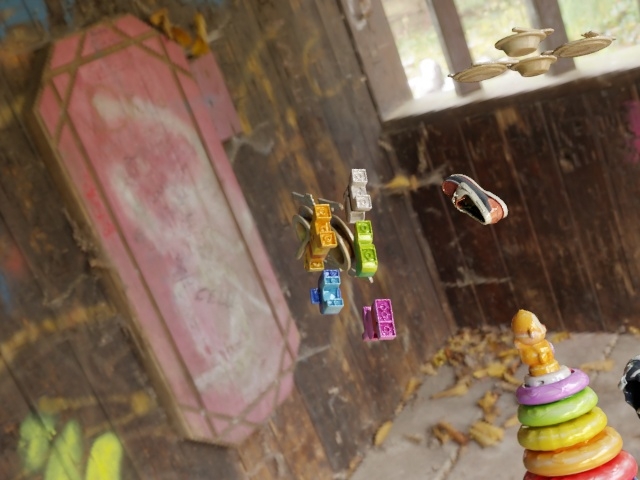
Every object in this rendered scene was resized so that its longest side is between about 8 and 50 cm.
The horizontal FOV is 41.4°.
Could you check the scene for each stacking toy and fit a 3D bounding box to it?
[{"bbox_3d":[0.338,0.242,1.214,0.165,0.302,0.175,-18,-2,8],"label":"stacking toy"}]

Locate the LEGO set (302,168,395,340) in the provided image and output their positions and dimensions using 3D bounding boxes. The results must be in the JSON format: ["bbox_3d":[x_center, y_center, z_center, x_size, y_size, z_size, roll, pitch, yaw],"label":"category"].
[{"bbox_3d":[0.022,0.031,1.065,0.087,0.227,0.093,0,-27,-15],"label":"LEGO set"}]

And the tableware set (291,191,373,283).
[{"bbox_3d":[0.000,0.000,1.226,0.039,0.128,0.194,-28,17,-16],"label":"tableware set"}]

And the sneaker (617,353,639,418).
[{"bbox_3d":[0.658,0.310,1.574,0.235,0.094,0.153,41,37,25],"label":"sneaker"}]

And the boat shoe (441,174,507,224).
[{"bbox_3d":[0.232,-0.064,1.332,0.043,0.049,0.137,-26,39,-21],"label":"boat shoe"}]

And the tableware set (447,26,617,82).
[{"bbox_3d":[0.237,-0.210,0.965,0.141,0.020,0.168,-6,-5,-26],"label":"tableware set"}]
